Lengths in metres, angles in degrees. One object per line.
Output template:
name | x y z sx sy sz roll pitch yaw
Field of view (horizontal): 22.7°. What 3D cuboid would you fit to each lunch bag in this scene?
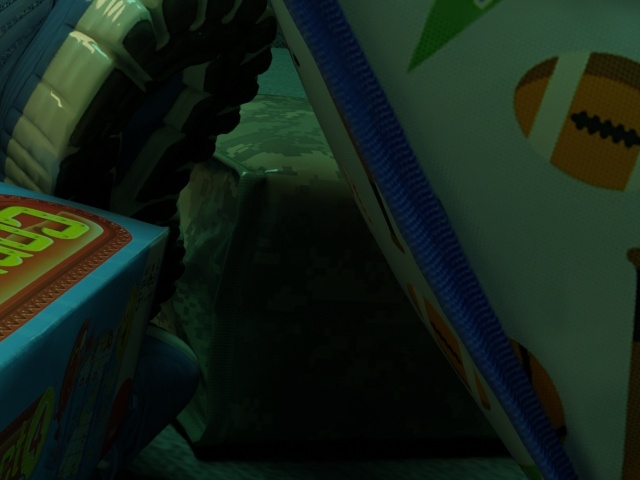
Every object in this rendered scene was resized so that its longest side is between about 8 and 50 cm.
lunch bag | 0.000 0.000 0.914 0.235 0.168 0.287 2 17 -24
lunch bag | 0.145 -0.016 0.609 0.239 0.385 0.328 -24 8 7

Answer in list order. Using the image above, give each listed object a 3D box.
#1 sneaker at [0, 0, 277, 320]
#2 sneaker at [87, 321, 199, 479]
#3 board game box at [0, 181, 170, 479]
sneaker | -0.134 -0.040 0.702 0.130 0.330 0.147 -22 65 -41
sneaker | -0.112 0.090 0.651 0.081 0.080 0.211 23 25 26
board game box | -0.223 0.020 0.453 0.302 0.086 0.308 15 11 2
